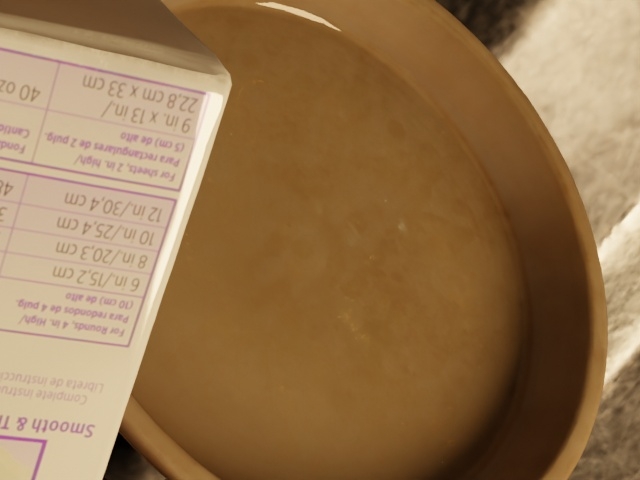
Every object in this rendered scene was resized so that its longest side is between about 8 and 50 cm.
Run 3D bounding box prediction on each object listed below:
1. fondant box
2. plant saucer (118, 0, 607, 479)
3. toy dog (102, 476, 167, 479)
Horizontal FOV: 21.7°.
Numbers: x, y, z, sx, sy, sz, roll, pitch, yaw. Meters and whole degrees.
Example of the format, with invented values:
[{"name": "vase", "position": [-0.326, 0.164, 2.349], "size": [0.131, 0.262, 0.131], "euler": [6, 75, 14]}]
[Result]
[{"name": "fondant box", "position": [-0.156, 0.044, 0.559], "size": [0.096, 0.238, 0.330], "euler": [8, 112, -28]}, {"name": "plant saucer", "position": [0.000, 0.000, 0.678], "size": [0.278, 0.278, 0.041], "euler": [12, 150, -30]}, {"name": "toy dog", "position": [-0.020, 0.112, 0.764], "size": [0.220, 0.333, 0.161], "euler": [-38, 85, 21]}]
